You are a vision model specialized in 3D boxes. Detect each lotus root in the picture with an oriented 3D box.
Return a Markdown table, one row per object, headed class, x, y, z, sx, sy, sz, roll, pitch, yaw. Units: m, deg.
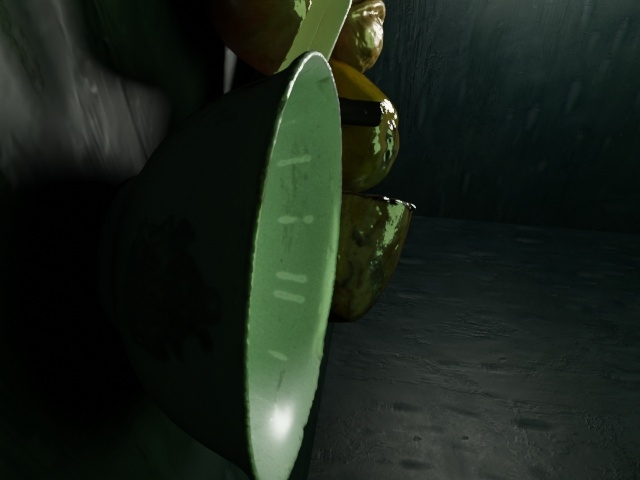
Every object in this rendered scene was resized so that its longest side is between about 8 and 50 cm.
| class | x | y | z | sx | sy | sz | roll | pitch | yaw |
| --- | --- | --- | --- | --- | --- | --- | --- | --- | --- |
| lotus root | -0.011 | 0.013 | 0.847 | 0.316 | 0.316 | 0.249 | 56 | 49 | -78 |

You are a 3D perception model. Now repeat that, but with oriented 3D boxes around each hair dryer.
| class | x | y | z | sx | sy | sz | roll | pitch | yaw |
| --- | --- | --- | --- | --- | --- | --- | --- | --- | --- |
| hair dryer | -0.010 | -0.243 | 0.884 | 0.089 | 0.252 | 0.197 | 129 | -33 | -73 |

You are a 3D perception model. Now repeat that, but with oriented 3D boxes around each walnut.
| class | x | y | z | sx | sy | sz | roll | pitch | yaw |
| --- | --- | --- | --- | --- | --- | --- | --- | --- | --- |
| walnut | 0.069 | -0.565 | 1.337 | 0.224 | 0.257 | 0.257 | 62 | 10 | -2 |

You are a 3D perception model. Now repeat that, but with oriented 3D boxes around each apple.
| class | x | y | z | sx | sy | sz | roll | pitch | yaw |
| --- | --- | --- | --- | --- | --- | --- | --- | --- | --- |
| apple | -0.065 | -0.372 | 0.600 | 0.293 | 0.163 | 0.251 | -52 | -154 | 30 |

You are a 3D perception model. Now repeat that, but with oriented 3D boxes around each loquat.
| class | x | y | z | sx | sy | sz | roll | pitch | yaw |
| --- | --- | --- | --- | --- | --- | --- | --- | --- | --- |
| loquat | 0.029 | -0.240 | 1.043 | 0.276 | 0.284 | 0.276 | -54 | 157 | -36 |

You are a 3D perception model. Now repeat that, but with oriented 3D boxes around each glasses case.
| class | x | y | z | sx | sy | sz | roll | pitch | yaw |
| --- | --- | --- | --- | --- | --- | --- | --- | --- | --- |
| glasses case | -0.056 | -0.246 | 0.753 | 0.131 | 0.070 | 0.312 | -5 | -118 | 61 |

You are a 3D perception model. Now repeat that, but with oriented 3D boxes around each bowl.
| class | x | y | z | sx | sy | sz | roll | pitch | yaw |
| --- | --- | --- | --- | --- | --- | --- | --- | --- | --- |
| bowl | -0.103 | 0.024 | 0.534 | 0.435 | 0.196 | 0.434 | 5 | 90 | -81 |
